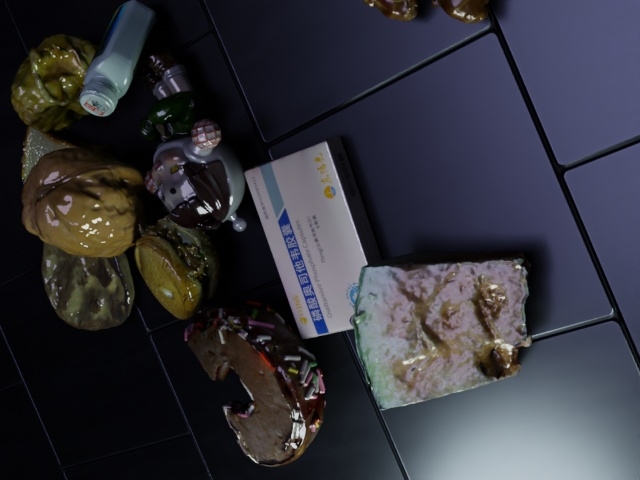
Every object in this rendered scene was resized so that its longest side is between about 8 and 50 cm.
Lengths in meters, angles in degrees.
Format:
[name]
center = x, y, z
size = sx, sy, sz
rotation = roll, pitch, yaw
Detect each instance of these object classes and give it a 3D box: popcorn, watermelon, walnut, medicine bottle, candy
[popcorn]
center = -0.525, -0.318, 1.618
size = 0.169, 0.218, 0.189
rotation = 42, 154, -20
[watermelon]
center = 0.217, 0.148, 1.358
size = 0.302, 0.151, 0.264
rotation = -8, 96, 15
[walnut]
center = -0.466, -0.073, 1.603
size = 0.257, 0.257, 0.224
rotation = -44, 64, 32
[medicine bottle]
center = -0.392, -0.344, 1.526
size = 0.083, 0.228, 0.121
rotation = 29, 147, -23
[candy]
center = -0.377, -0.041, 1.714
size = 0.185, 0.049, 0.055
rotation = -31, 117, 25

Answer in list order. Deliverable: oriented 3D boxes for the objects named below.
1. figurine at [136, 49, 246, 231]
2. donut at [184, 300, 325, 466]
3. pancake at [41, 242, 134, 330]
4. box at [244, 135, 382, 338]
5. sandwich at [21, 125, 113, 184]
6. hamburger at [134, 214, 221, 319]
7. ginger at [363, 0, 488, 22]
[figurine]
center = -0.256, -0.179, 1.532
size = 0.281, 0.167, 0.370
rotation = -31, 77, 51
[donut]
center = -0.111, 0.261, 1.551
size = 0.259, 0.136, 0.345
rotation = -38, 84, 46
[pancake]
center = -0.537, 0.078, 1.832
size = 0.294, 0.049, 0.294
rotation = 11, 110, 32
[box]
center = 0.000, 0.000, 1.477
size = 0.200, 0.065, 0.343
rotation = -16, 94, 34
[sandwich]
center = -0.568, -0.163, 1.775
size = 0.215, 0.065, 0.186
rotation = 24, 115, 23
[hamburger]
center = -0.287, 0.057, 1.623
size = 0.189, 0.122, 0.215
rotation = 32, 142, 25
[ginger]
center = 0.170, -0.469, 1.196
size = 0.358, 0.152, 0.274
rotation = 10, 108, 30
